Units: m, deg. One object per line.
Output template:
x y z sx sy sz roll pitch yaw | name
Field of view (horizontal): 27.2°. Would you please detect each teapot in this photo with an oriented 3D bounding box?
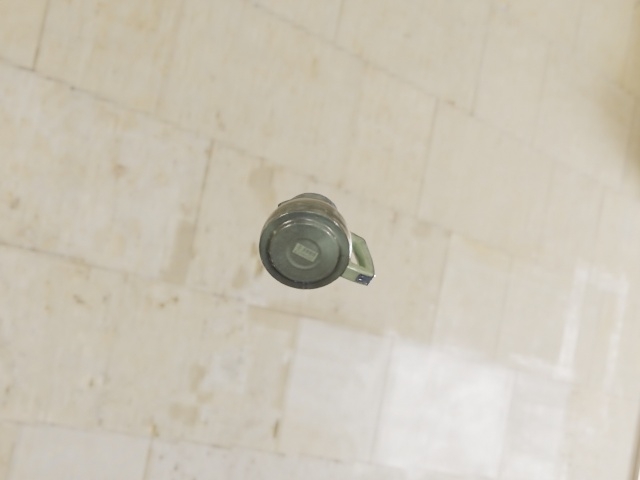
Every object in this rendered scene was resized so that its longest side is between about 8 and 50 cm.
0.000 0.000 0.956 0.088 0.066 0.057 27 29 -11 | teapot
